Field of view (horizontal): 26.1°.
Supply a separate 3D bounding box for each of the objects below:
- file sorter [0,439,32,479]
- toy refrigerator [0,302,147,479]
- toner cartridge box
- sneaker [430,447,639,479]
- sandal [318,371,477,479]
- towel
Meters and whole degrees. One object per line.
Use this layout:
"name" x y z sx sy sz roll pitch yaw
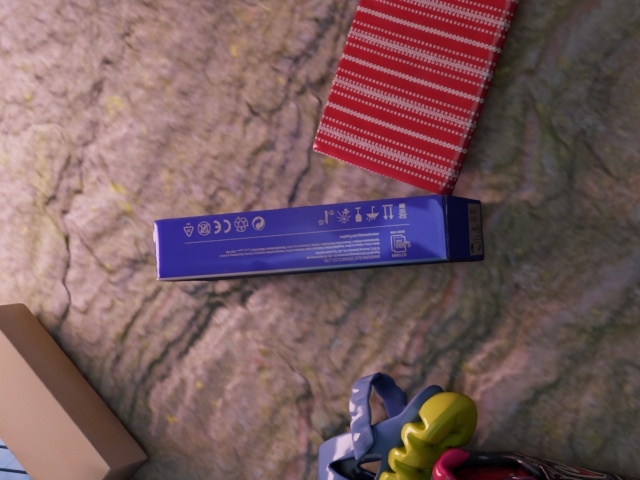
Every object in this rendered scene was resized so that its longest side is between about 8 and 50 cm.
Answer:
"file sorter" -0.458 0.266 1.761 0.118 0.104 0.170 -44 61 14
"toy refrigerator" -0.349 0.212 1.751 0.269 0.094 0.102 48 110 16
"toner cartridge box" 0.000 0.000 1.592 0.348 0.165 0.075 -5 86 20
"sneaker" 0.261 0.292 1.489 0.299 0.112 0.121 1 47 19
"sandal" 0.047 0.279 1.598 0.138 0.126 0.317 39 98 32
"towel" 0.114 -0.207 1.612 0.199 0.031 0.274 21 96 30
